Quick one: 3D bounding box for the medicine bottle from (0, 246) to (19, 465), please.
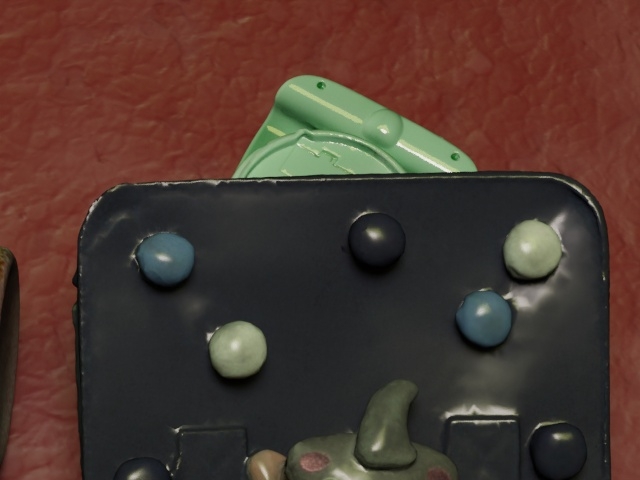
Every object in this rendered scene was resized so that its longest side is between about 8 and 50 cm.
[{"bbox_3d":[-0.348,0.062,0.966,0.322,0.151,0.151,4,60,-5],"label":"medicine bottle"}]

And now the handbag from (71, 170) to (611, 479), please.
[{"bbox_3d":[0.017,0.094,0.982,0.326,0.118,0.269,-3,87,-8],"label":"handbag"}]

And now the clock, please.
[{"bbox_3d":[0.000,0.000,1.095,0.159,0.066,0.211,27,62,9],"label":"clock"}]
